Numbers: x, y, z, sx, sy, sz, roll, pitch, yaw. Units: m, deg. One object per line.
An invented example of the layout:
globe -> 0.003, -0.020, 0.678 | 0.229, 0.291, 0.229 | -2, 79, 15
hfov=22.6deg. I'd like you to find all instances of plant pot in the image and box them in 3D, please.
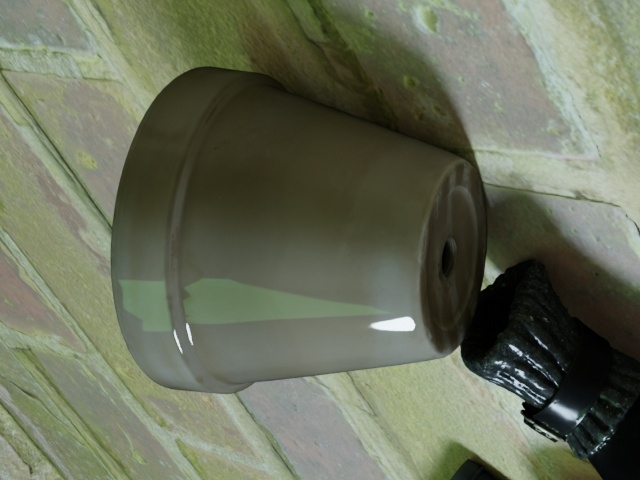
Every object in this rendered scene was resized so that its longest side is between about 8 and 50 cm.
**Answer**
plant pot -> 0.000, 0.000, 1.544 | 0.280, 0.323, 0.323 | 6, 141, 24

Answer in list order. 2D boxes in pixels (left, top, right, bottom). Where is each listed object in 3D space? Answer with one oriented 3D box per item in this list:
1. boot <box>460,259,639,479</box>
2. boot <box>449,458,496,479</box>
boot -> 0.268, 0.158, 1.485 | 0.260, 0.131, 0.348 | 46, 176, -14
boot -> 0.241, 0.405, 2.062 | 0.207, 0.094, 0.246 | 36, 149, 17
